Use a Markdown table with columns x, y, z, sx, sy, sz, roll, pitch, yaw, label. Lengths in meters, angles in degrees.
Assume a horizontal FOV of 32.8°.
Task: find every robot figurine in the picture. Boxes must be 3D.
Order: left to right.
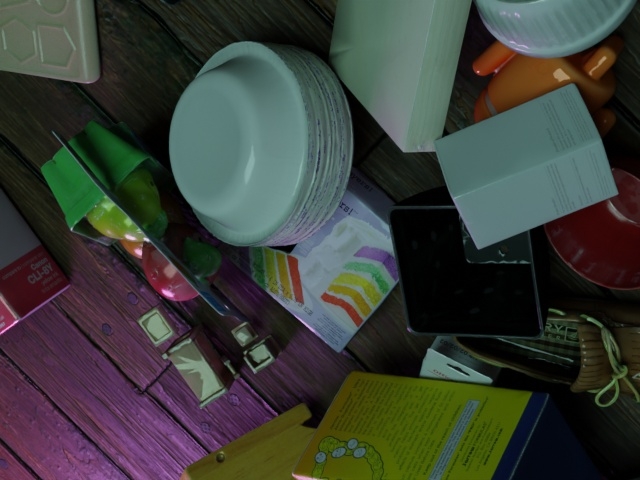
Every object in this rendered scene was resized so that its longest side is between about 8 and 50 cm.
| x | y | z | sx | sy | sz | roll | pitch | yaw | label |
| --- | --- | --- | --- | --- | --- | --- | --- | --- | --- |
| 0.277 | -0.183 | 1.359 | 0.158 | 0.128 | 0.219 | 18 | 132 | -29 | robot figurine |

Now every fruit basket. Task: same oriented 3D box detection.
| x | y | z | sx | sy | sz | roll | pitch | yaw | label |
| --- | --- | --- | --- | --- | --- | --- | --- | --- | --- |
| -0.234 | -0.017 | 1.622 | 0.353 | 0.327 | 0.165 | 40 | 88 | 8 | fruit basket |

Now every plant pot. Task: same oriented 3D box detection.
| x | y | z | sx | sy | sz | roll | pitch | yaw | label |
| --- | --- | --- | --- | --- | --- | --- | --- | --- | --- |
| 0.218 | 0.008 | 1.460 | 0.187 | 0.167 | 0.188 | -1 | 114 | 27 | plant pot |

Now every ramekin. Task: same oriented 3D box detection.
| x | y | z | sx | sy | sz | roll | pitch | yaw | label |
| --- | --- | --- | --- | --- | --- | --- | --- | --- | --- |
| 0.259 | -0.324 | 1.247 | 0.207 | 0.109 | 0.207 | -8 | 74 | 29 | ramekin |

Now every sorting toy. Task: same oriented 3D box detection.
| x | y | z | sx | sy | sz | roll | pitch | yaw | label |
| --- | --- | --- | --- | --- | --- | --- | --- | --- | --- |
| -0.443 | -0.352 | 1.710 | 0.208 | 0.038 | 0.193 | 9 | 118 | 19 | sorting toy |

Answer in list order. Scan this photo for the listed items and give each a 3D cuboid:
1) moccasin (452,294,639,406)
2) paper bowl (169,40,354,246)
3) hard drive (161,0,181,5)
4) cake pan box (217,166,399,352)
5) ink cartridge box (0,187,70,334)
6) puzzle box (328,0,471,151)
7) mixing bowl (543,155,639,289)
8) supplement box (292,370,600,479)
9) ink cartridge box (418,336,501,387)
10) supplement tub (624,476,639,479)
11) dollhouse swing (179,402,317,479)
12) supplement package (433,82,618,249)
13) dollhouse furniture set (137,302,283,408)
| x | y | z | sx | sy | sz | roll | pitch | yaw | label |
| --- | --- | --- | --- | --- | --- | --- | --- | --- | --- |
| 0.366 | 0.146 | 1.462 | 0.380 | 0.147 | 0.139 | 17 | 121 | 19 | moccasin |
| -0.100 | -0.132 | 1.501 | 0.284 | 0.148 | 0.284 | 4 | 95 | 46 | paper bowl |
| -0.225 | -0.470 | 1.522 | 0.172 | 0.054 | 0.254 | -21 | 103 | 34 | hard drive |
| 0.000 | 0.000 | 1.632 | 0.267 | 0.070 | 0.246 | 42 | 124 | 5 | cake pan box |
| -0.674 | 0.008 | 1.929 | 0.279 | 0.160 | 0.384 | -30 | 98 | 35 | ink cartridge box |
| 0.106 | -0.346 | 1.306 | 0.052 | 0.272 | 0.409 | -3 | 123 | -21 | puzzle box |
| 0.383 | -0.039 | 1.378 | 0.181 | 0.098 | 0.181 | 26 | 136 | 28 | mixing bowl |
| 0.175 | 0.332 | 1.544 | 0.356 | 0.195 | 0.194 | 0 | 136 | 44 | supplement box |
| 0.202 | 0.200 | 1.586 | 0.104 | 0.061 | 0.181 | 26 | 149 | 13 | ink cartridge box |
| 0.481 | 0.434 | 1.496 | 0.316 | 0.228 | 0.228 | -24 | 101 | 35 | supplement tub |
| -0.056 | 0.520 | 1.833 | 0.347 | 0.315 | 0.305 | 59 | 172 | 21 | dollhouse swing |
| 0.240 | -0.086 | 1.281 | 0.179 | 0.105 | 0.105 | -22 | 138 | 11 | supplement package |
| -0.177 | 0.150 | 1.806 | 0.161 | 0.101 | 0.182 | -33 | 96 | 11 | dollhouse furniture set |
